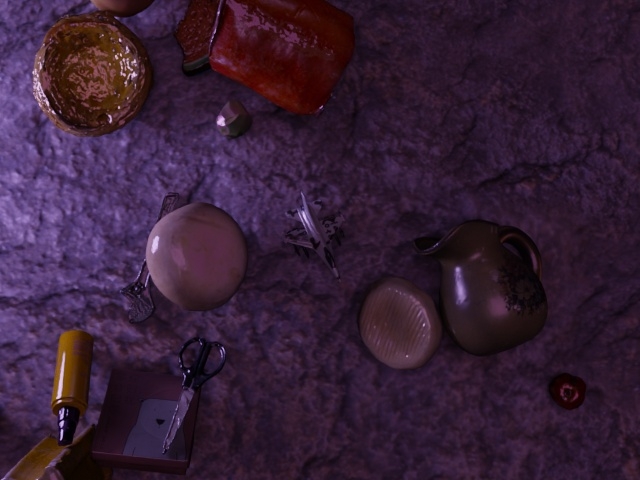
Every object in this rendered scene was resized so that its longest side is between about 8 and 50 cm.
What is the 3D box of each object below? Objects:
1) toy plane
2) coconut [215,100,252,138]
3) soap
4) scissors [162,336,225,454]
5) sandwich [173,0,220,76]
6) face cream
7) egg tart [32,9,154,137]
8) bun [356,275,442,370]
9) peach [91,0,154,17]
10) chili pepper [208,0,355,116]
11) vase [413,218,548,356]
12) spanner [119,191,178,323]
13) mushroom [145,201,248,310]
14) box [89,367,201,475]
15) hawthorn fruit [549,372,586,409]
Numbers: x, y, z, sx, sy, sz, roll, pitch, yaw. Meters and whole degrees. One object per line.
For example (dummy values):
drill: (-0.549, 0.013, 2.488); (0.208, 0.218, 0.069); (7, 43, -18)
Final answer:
toy plane: (-0.004, 0.000, 1.909); (0.160, 0.082, 0.234); (-21, 78, -12)
coconut: (-0.204, -0.278, 1.907); (0.083, 0.082, 0.081); (-4, 57, -42)
soap: (-0.542, 0.582, 1.749); (0.156, 0.335, 0.294); (-11, 93, -3)
scissors: (-0.299, 0.344, 1.825); (0.109, 0.022, 0.300); (14, 49, 6)
sandwich: (-0.253, -0.484, 1.913); (0.159, 0.079, 0.235); (25, 84, 8)
face cream: (-0.549, 0.327, 1.795); (0.078, 0.078, 0.273); (-6, 48, -3)
egg tart: (-0.525, -0.384, 1.877); (0.290, 0.107, 0.291); (-1, 99, -5)
bun: (0.190, 0.188, 1.888); (0.222, 0.127, 0.222); (3, 96, 28)
peach: (-0.450, -0.602, 1.854); (0.184, 0.184, 0.184); (0, 89, -3)
chili pepper: (-0.099, -0.442, 1.819); (0.305, 0.229, 0.251); (22, 130, -14)
vase: (0.397, 0.080, 1.873); (0.329, 0.241, 0.302); (-26, 91, -37)
spanner: (-0.395, 0.040, 1.915); (0.093, 0.026, 0.326); (19, 87, -4)
mushroom: (-0.289, 0.036, 1.844); (0.246, 0.202, 0.246); (-3, 94, -47)
box: (-0.386, 0.407, 1.825); (0.215, 0.086, 0.215); (7, 48, -5)
hawthorn fruit: (0.589, 0.359, 1.931); (0.093, 0.093, 0.093); (0, 89, -3)
